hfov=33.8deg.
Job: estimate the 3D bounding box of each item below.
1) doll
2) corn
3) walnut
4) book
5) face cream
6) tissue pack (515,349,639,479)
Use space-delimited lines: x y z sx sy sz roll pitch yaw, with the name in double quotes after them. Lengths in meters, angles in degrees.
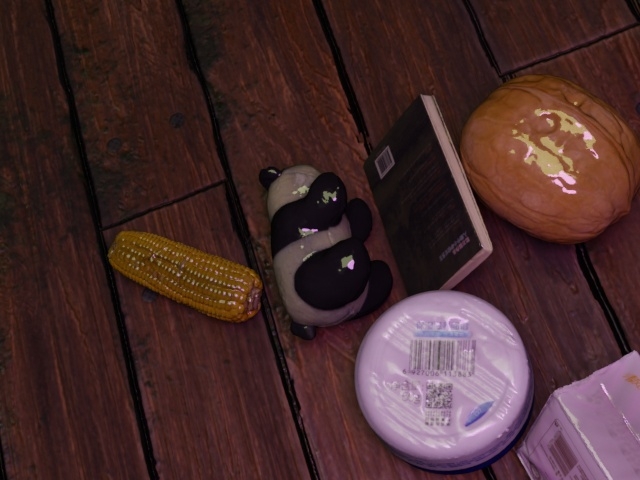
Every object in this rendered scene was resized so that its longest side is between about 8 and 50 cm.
0.000 0.001 1.327 0.135 0.143 0.234 -20 64 13 "doll"
-0.182 0.045 1.389 0.231 0.080 0.080 19 73 21 "corn"
0.276 -0.099 1.272 0.193 0.193 0.225 -45 63 -7 "walnut"
0.127 -0.045 1.318 0.024 0.160 0.228 0 59 -33 "book"
0.145 0.164 1.234 0.206 0.111 0.206 -5 68 12 "face cream"
0.323 0.263 1.094 0.124 0.185 0.225 -22 62 -16 "tissue pack"
